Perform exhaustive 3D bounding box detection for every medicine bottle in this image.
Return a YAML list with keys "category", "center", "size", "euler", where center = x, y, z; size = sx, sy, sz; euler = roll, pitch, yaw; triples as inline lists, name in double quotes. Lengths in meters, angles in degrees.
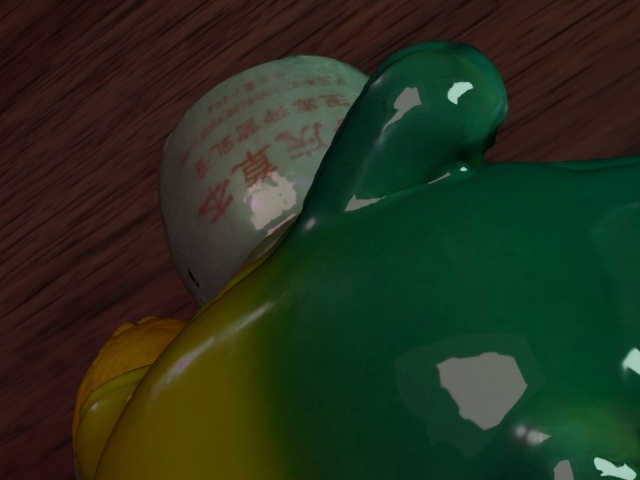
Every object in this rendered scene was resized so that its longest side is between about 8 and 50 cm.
- category: "medicine bottle"
  center: [0.000, 0.000, 0.649]
  size: [0.147, 0.147, 0.143]
  euler: [-41, 46, 15]

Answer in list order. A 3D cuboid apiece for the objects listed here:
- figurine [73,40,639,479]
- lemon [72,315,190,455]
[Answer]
- category: "figurine"
  center: [0.064, 0.092, 0.475]
  size: [0.340, 0.231, 0.323]
  euler: [-29, 83, 21]
- category: "lemon"
  center: [-0.076, 0.104, 0.681]
  size: [0.114, 0.114, 0.155]
  euler: [-39, 45, 17]
